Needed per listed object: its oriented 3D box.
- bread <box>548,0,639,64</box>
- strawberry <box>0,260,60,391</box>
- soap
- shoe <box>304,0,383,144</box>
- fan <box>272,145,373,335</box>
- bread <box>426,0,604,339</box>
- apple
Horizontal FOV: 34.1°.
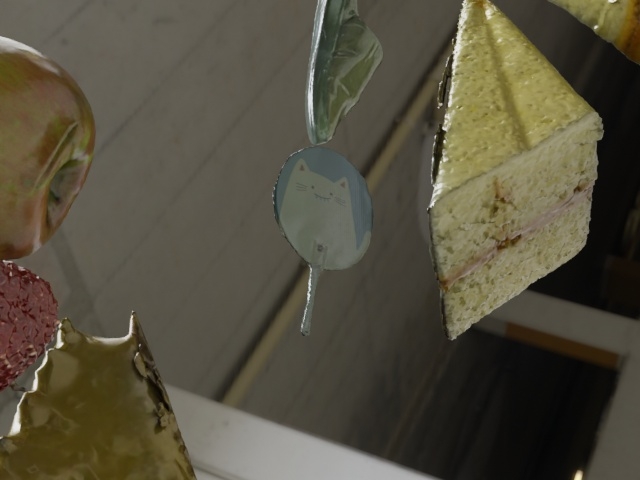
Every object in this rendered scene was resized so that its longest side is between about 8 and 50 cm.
[{"bbox_3d":[0.379,-0.261,1.157,0.142,0.266,0.178,-49,-23,-4],"label":"bread"},{"bbox_3d":[-0.575,0.155,1.729,0.343,0.292,0.292,25,-99,-54],"label":"strawberry"},{"bbox_3d":[-0.210,0.215,0.591,0.304,0.339,0.169,-11,-34,-26],"label":"soap"},{"bbox_3d":[0.034,-0.246,1.424,0.103,0.100,0.251,120,156,-75],"label":"shoe"},{"bbox_3d":[0.000,0.000,0.916,0.113,0.005,0.175,23,-115,-33],"label":"fan"},{"bbox_3d":[0.165,-0.110,1.219,0.242,0.405,0.346,-25,-40,-5],"label":"bread"},{"bbox_3d":[-0.377,-0.104,1.151,0.246,0.226,0.246,25,-90,-88],"label":"apple"}]
